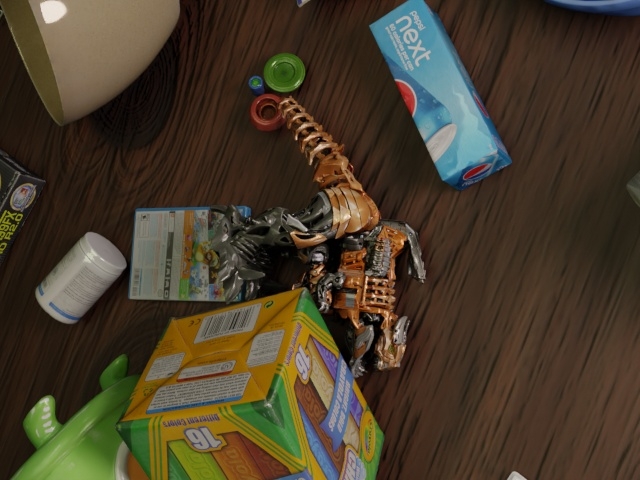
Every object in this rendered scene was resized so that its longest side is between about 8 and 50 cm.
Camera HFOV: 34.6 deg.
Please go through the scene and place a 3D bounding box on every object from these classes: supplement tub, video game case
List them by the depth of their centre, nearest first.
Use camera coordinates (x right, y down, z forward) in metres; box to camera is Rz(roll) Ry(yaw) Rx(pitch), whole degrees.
[{"bbox_3d":[-0.167,0.017,1.300,0.166,0.015,0.119,0,81,25],"label":"video game case"},{"bbox_3d":[-0.311,0.050,1.331,0.107,0.071,0.071,-45,67,12],"label":"supplement tub"}]

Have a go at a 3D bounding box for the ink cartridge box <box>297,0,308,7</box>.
[{"bbox_3d":[0.095,-0.407,1.177,0.332,0.065,0.165,-27,63,37],"label":"ink cartridge box"}]

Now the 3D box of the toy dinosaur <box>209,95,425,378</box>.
[{"bbox_3d":[0.000,0.000,1.179,0.218,0.164,0.322,-16,56,7],"label":"toy dinosaur"}]

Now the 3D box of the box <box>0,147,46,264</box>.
[{"bbox_3d":[-0.543,-0.060,1.462,0.270,0.060,0.216,34,97,25],"label":"box"}]

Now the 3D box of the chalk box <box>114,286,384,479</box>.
[{"bbox_3d":[-0.051,0.227,1.090,0.180,0.179,0.289,-14,120,23],"label":"chalk box"}]

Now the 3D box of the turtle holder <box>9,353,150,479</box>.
[{"bbox_3d":[-0.262,0.315,1.177,0.227,0.243,0.320,44,92,7],"label":"turtle holder"}]

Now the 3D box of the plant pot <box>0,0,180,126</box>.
[{"bbox_3d":[-0.289,-0.308,1.293,0.191,0.284,0.284,-23,69,-17],"label":"plant pot"}]

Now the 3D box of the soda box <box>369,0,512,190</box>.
[{"bbox_3d":[0.134,-0.166,1.159,0.071,0.067,0.210,-29,70,18],"label":"soda box"}]

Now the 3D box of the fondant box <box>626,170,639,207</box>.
[{"bbox_3d":[0.480,-0.075,0.909,0.238,0.096,0.330,43,106,-5],"label":"fondant box"}]

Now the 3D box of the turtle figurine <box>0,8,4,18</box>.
[{"bbox_3d":[-0.533,-0.379,1.483,0.175,0.118,0.234,14,82,26],"label":"turtle figurine"}]

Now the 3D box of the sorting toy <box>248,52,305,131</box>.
[{"bbox_3d":[-0.057,-0.180,1.271,0.061,0.042,0.102,23,80,11],"label":"sorting toy"}]

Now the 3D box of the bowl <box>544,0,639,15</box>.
[{"bbox_3d":[0.335,-0.412,1.038,0.391,0.077,0.391,-14,69,42],"label":"bowl"}]

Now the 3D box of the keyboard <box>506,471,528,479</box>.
[{"bbox_3d":[0.166,0.371,1.090,0.072,0.014,0.256,34,96,25],"label":"keyboard"}]
